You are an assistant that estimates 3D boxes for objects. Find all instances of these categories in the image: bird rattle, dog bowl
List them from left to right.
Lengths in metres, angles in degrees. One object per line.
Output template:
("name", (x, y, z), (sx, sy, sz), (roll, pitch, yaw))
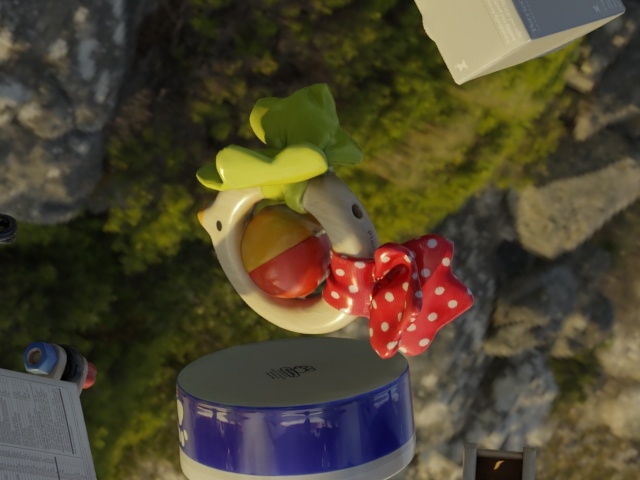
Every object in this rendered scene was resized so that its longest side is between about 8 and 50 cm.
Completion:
("dog bowl", (-0.028, 0.192, 1.490), (0.265, 0.265, 0.104), (-20, 110, -52))
("bird rattle", (0.000, 0.000, 1.148), (0.207, 0.253, 0.143), (-29, -165, 45))

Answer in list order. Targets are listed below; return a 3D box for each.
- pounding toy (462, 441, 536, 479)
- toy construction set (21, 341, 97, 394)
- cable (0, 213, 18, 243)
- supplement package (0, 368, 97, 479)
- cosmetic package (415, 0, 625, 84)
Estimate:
("pounding toy", (0.220, 0.304, 1.404), (0.269, 0.154, 0.154), (-65, 156, -67))
("toy construction set", (-0.407, 0.270, 1.704), (0.309, 0.257, 0.237), (84, 3, -73))
("cable", (-0.299, -0.043, 1.010), (0.150, 0.184, 0.047), (45, 79, -20))
("supplement package", (-0.379, 0.245, 1.286), (0.199, 0.198, 0.262), (-37, 145, 28))
("cosmetic package", (0.200, -0.249, 1.351), (0.107, 0.127, 0.238), (-28, 180, 35))
